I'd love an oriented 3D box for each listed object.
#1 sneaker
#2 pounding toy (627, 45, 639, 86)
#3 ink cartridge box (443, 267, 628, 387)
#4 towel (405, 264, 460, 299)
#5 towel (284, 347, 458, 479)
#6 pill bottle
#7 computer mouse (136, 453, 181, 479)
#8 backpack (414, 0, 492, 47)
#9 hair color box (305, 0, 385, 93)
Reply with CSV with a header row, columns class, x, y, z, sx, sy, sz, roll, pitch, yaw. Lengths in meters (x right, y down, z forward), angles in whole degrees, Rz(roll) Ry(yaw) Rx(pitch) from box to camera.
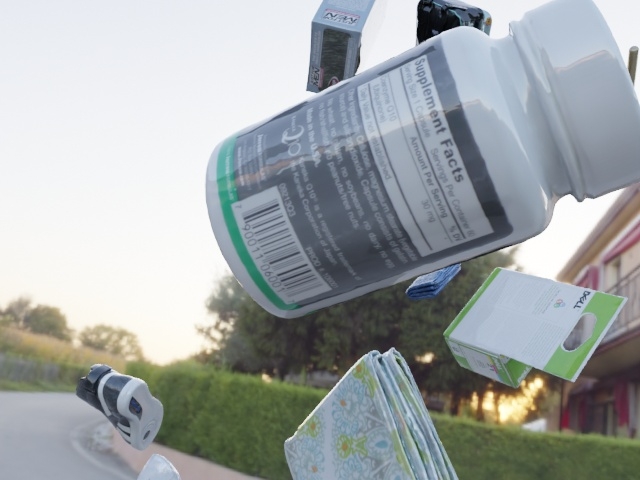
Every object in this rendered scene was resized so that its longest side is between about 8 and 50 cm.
class,x,y,z,sx,sy,sz,roll,pitch,yaw
sneaker,-0.345,0.275,1.031,0.121,0.079,0.217,22,-39,13
pounding toy,0.365,-0.204,0.863,0.206,0.181,0.094,0,34,-34
ink cartridge box,0.377,0.164,1.055,0.255,0.189,0.097,15,-36,51
towel,0.208,0.069,1.112,0.067,0.029,0.119,-15,14,42
towel,0.079,0.423,1.087,0.090,0.320,0.374,13,-52,-33
pill bottle,0.091,-0.071,0.573,0.361,0.204,0.204,-21,-26,20
computer mouse,-0.228,0.370,0.815,0.106,0.193,0.042,28,32,32
backpack,0.302,-0.461,1.409,0.144,0.188,0.166,-15,39,-30
hair color box,0.076,-0.519,1.418,0.114,0.374,0.185,16,-38,7
